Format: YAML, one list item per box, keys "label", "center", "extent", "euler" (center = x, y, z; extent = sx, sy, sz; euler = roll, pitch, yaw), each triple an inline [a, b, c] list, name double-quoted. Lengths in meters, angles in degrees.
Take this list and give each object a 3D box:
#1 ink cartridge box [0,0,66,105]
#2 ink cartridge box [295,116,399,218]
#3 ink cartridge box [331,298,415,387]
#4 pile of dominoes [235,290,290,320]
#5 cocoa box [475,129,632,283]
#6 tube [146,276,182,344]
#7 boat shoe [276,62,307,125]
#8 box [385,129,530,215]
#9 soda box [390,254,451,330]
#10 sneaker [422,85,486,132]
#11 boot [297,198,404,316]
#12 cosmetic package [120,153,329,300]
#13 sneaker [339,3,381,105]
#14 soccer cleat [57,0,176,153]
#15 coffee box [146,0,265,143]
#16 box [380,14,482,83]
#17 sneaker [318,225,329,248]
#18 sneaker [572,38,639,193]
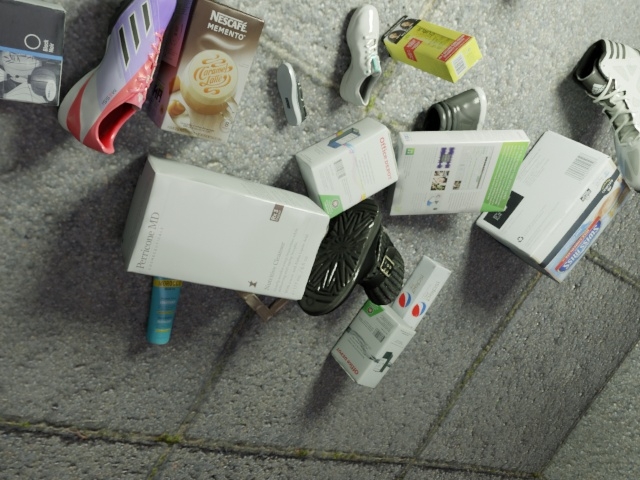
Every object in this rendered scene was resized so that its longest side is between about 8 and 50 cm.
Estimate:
- label: "ink cartridge box"
  center: [-0.584, -0.318, 0.924]
  extent: [0.332, 0.065, 0.165]
  euler: [0, 117, -31]
- label: "ink cartridge box"
  center: [0.066, -0.172, 1.396]
  extent: [0.212, 0.093, 0.154]
  euler: [-29, 129, -12]
- label: "ink cartridge box"
  center: [0.147, 0.291, 1.683]
  extent: [0.086, 0.153, 0.208]
  euler: [29, 101, -41]
- label: "pile of dominoes"
  center: [-0.126, 0.073, 1.473]
  extent: [0.196, 0.040, 0.251]
  euler: [-40, 138, -6]
- label: "cocoa box"
  center: [0.686, -0.096, 1.736]
  extent: [0.228, 0.231, 0.347]
  euler: [32, 98, -41]
- label: "tube"
  center: [-0.356, 0.134, 1.348]
  extent: [0.080, 0.052, 0.207]
  euler: [-1, 111, -42]
- label: "boat shoe"
  center: [-0.059, -0.317, 1.267]
  extent: [0.040, 0.049, 0.142]
  euler: [-37, 134, -33]
- label: "box"
  center: [0.339, -0.169, 1.494]
  extent: [0.321, 0.059, 0.232]
  euler: [-1, 135, -7]
- label: "soda box"
  center: [0.290, 0.157, 1.747]
  extent: [0.073, 0.069, 0.216]
  euler: [22, 103, -38]
- label: "sneaker"
  center: [0.334, -0.247, 1.526]
  extent: [0.146, 0.105, 0.296]
  euler: [-13, 130, -9]
- label: "boot"
  center: [0.092, 0.097, 1.473]
  extent: [0.348, 0.131, 0.260]
  euler: [-55, 141, -26]
- label: "cosmetic package"
  center: [-0.202, -0.022, 1.245]
  extent: [0.384, 0.156, 0.217]
  euler: [10, 107, -29]
- label: "sneaker"
  center: [0.103, -0.398, 1.284]
  extent: [0.080, 0.094, 0.212]
  euler: [-7, 120, -27]
- label: "soccer cleat"
  center: [-0.333, -0.300, 1.035]
  extent: [0.318, 0.116, 0.108]
  euler: [-53, 166, 8]
- label: "coffee box"
  center: [-0.221, -0.326, 1.121]
  extent: [0.141, 0.098, 0.247]
  euler: [7, 113, -35]
- label: "box"
  center: [0.232, -0.413, 1.264]
  extent: [0.087, 0.232, 0.058]
  euler: [-42, 133, -2]
- label: "sneaker"
  center: [0.000, 0.000, 1.479]
  extent: [0.074, 0.063, 0.171]
  euler: [-18, 113, -57]
- label: "sneaker"
  center: [0.806, -0.350, 1.623]
  extent: [0.257, 0.169, 0.448]
  euler: [9, 70, -22]
